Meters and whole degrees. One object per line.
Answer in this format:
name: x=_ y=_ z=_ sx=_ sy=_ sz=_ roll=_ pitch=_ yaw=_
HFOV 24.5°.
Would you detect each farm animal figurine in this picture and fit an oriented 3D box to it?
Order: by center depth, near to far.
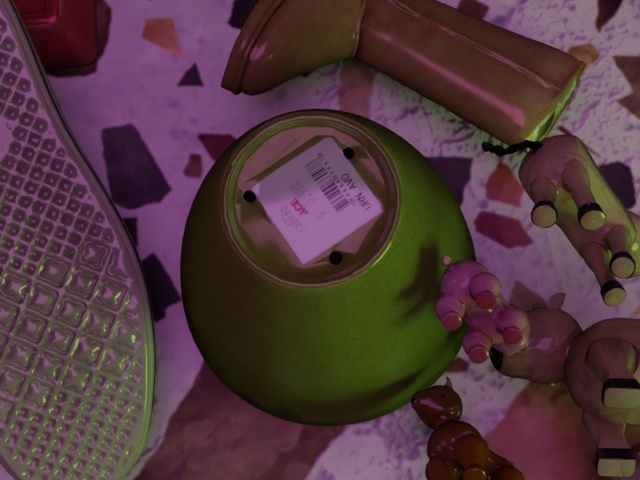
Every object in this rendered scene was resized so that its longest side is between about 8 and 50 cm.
farm animal figurine: x=0.229 y=0.084 z=1.202 sx=0.327 sy=0.172 sz=0.330 roll=17 pitch=119 yaw=-7

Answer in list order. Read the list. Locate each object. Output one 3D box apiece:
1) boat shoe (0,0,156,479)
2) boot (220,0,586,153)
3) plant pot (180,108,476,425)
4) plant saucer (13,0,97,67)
boat shoe: x=-0.273 y=-0.016 z=1.311 sx=0.187 sy=0.156 sz=0.500 roll=-20 pitch=88 yaw=-8
boot: x=0.078 y=-0.155 z=1.316 sx=0.269 sy=0.089 sz=0.236 roll=30 pitch=51 yaw=10
plant pot: x=0.000 y=0.000 z=1.215 sx=0.275 sy=0.293 sz=0.274 roll=-1 pitch=76 yaw=3
plant saucer: x=-0.353 y=-0.289 z=1.428 sx=0.259 sy=0.048 sz=0.258 roll=-5 pitch=77 yaw=3
